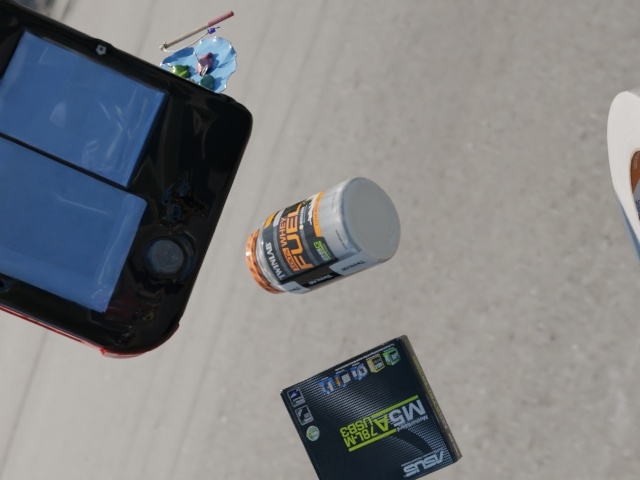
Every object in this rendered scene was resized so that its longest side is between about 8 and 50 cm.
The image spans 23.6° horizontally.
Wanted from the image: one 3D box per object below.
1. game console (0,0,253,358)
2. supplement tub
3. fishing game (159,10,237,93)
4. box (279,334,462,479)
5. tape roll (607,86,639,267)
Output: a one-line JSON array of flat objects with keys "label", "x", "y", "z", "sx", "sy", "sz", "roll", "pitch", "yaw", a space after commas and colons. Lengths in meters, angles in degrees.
[{"label": "game console", "x": -0.294, "y": -0.079, "z": 1.659, "sx": 0.342, "sy": 0.386, "sz": 0.060, "roll": -70, "pitch": 11, "yaw": -23}, {"label": "supplement tub", "x": 0.000, "y": 0.000, "z": 1.978, "sx": 0.190, "sy": 0.117, "sz": 0.117, "roll": -24, "pitch": 48, "yaw": 38}, {"label": "fishing game", "x": -0.201, "y": -0.224, "z": 2.176, "sx": 0.189, "sy": 0.041, "sz": 0.264, "roll": -22, "pitch": 40, "yaw": 27}, {"label": "box", "x": 0.067, "y": 0.246, "z": 2.057, "sx": 0.190, "sy": 0.045, "sz": 0.184, "roll": -25, "pitch": 84, "yaw": 16}, {"label": "tape roll", "x": 0.328, "y": -0.036, "z": 1.361, "sx": 0.219, "sy": 0.072, "sz": 0.219, "roll": 164, "pitch": 90, "yaw": -84}]
